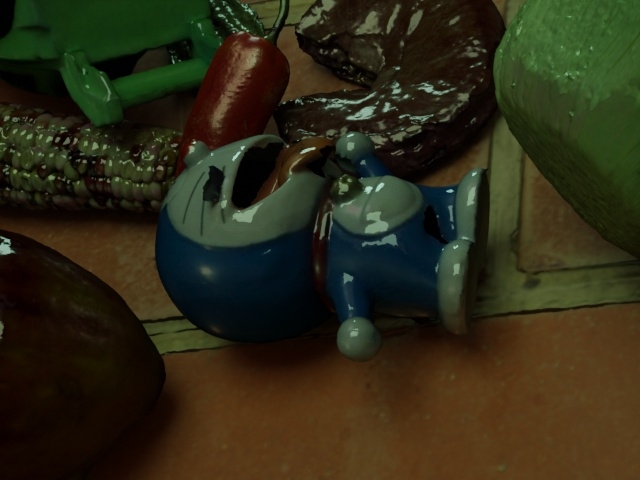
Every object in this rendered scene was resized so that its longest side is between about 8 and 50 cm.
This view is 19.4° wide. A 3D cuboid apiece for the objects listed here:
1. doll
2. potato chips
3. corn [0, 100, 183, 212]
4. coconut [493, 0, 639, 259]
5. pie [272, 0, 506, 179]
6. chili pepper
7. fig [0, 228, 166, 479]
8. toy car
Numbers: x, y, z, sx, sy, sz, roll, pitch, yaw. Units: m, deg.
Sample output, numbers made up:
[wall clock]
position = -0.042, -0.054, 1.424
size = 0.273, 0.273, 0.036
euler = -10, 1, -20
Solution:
[doll]
position = 0.000, 0.000, 1.391
size = 0.257, 0.161, 0.215
euler = -1, 40, 18
[potato chips]
position = -0.105, -0.195, 1.686
size = 0.092, 0.028, 0.207
euler = -29, 49, 0
[corn]
position = -0.225, -0.070, 1.604
size = 0.280, 0.092, 0.092
euler = 6, 57, 27
[coconut]
position = 0.294, -0.137, 1.282
size = 0.328, 0.281, 0.328
euler = -39, 7, 6
[pie]
position = 0.057, -0.140, 1.546
size = 0.204, 0.054, 0.218
euler = -14, 49, 16
[chili pepper]
position = -0.075, -0.086, 1.517
size = 0.071, 0.063, 0.272
euler = 15, 82, 25
[fig]
position = -0.259, 0.099, 1.410
size = 0.263, 0.224, 0.224
euler = -20, 48, 14
[toy car]
position = -0.231, -0.210, 1.651
size = 0.213, 0.176, 0.359
euler = -21, 19, -34
